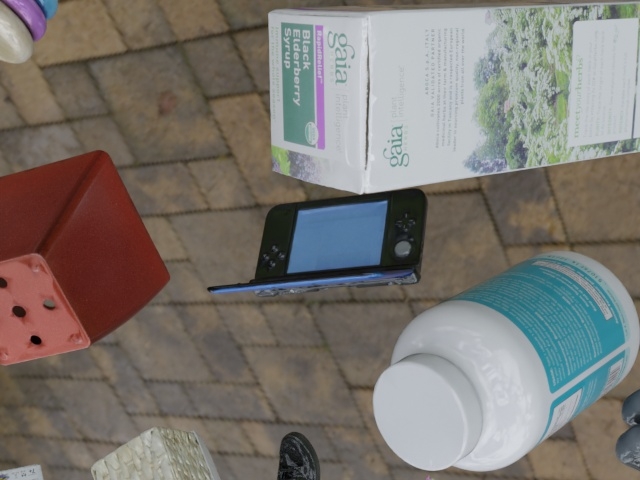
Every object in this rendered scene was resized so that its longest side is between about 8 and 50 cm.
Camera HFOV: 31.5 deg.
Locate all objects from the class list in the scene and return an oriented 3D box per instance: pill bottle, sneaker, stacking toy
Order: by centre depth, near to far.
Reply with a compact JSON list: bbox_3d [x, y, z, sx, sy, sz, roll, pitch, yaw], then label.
[{"bbox_3d":[0.160,0.107,0.989,0.146,0.264,0.146,14,112,37],"label":"pill bottle"},{"bbox_3d":[-0.039,0.330,1.399,0.051,0.089,0.170,-4,98,32],"label":"sneaker"},{"bbox_3d":[-0.370,-0.407,1.565,0.141,0.330,0.141,29,161,11],"label":"stacking toy"}]

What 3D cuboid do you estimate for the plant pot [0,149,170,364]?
[{"bbox_3d":[-0.441,0.048,1.831,0.267,0.236,0.267,-13,117,20],"label":"plant pot"}]

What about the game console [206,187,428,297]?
[{"bbox_3d":[0.000,0.000,1.785,0.293,0.250,0.173,-6,147,23],"label":"game console"}]

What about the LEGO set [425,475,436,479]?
[{"bbox_3d":[0.159,0.395,1.607,0.132,0.107,0.287,45,157,17],"label":"LEGO set"}]

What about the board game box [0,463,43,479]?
[{"bbox_3d":[-0.463,0.398,1.487,0.305,0.192,0.053,109,146,-51],"label":"board game box"}]

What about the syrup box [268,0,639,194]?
[{"bbox_3d":[0.090,-0.092,0.666,0.096,0.236,0.093,19,114,54],"label":"syrup box"}]

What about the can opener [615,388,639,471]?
[{"bbox_3d":[0.388,0.199,0.957,0.280,0.074,0.093,22,144,-1],"label":"can opener"}]

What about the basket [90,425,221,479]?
[{"bbox_3d":[-0.177,0.306,1.289,0.113,0.167,0.103,-33,150,12],"label":"basket"}]
